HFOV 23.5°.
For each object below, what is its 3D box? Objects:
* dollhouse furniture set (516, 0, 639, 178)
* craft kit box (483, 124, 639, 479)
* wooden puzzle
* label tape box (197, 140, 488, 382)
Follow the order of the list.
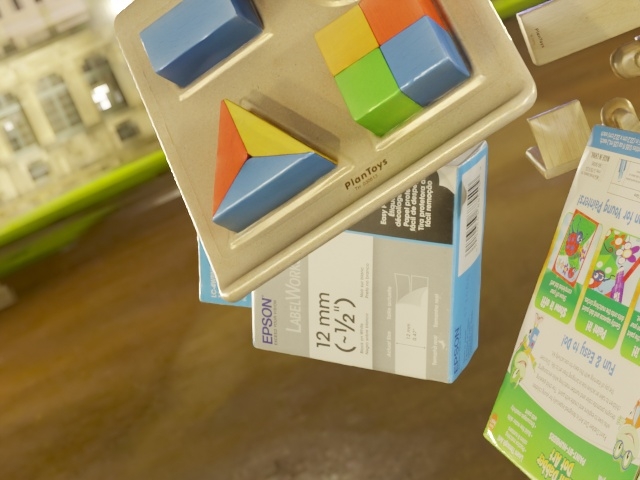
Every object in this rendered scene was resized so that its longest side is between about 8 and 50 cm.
[{"bbox_3d":[0.248,-0.164,1.471,0.144,0.151,0.123,-22,11,4],"label":"dollhouse furniture set"},{"bbox_3d":[0.205,0.055,1.011,0.250,0.061,0.247,-141,72,-75],"label":"craft kit box"},{"bbox_3d":[-0.022,-0.167,1.318,0.322,0.348,0.080,-34,-31,19],"label":"wooden puzzle"},{"bbox_3d":[0.000,0.000,1.694,0.347,0.249,0.115,8,23,19],"label":"label tape box"}]
